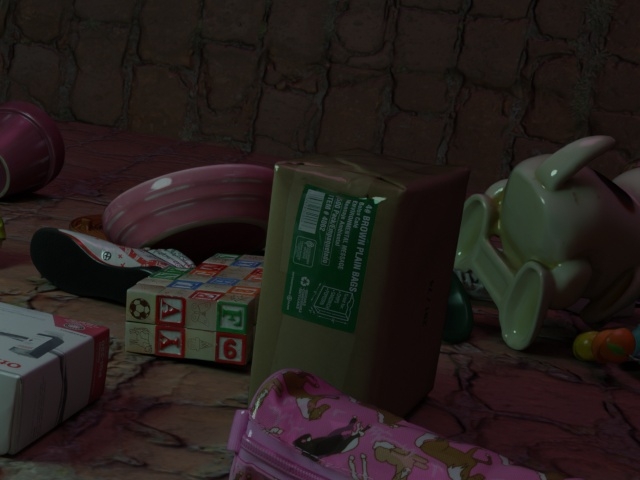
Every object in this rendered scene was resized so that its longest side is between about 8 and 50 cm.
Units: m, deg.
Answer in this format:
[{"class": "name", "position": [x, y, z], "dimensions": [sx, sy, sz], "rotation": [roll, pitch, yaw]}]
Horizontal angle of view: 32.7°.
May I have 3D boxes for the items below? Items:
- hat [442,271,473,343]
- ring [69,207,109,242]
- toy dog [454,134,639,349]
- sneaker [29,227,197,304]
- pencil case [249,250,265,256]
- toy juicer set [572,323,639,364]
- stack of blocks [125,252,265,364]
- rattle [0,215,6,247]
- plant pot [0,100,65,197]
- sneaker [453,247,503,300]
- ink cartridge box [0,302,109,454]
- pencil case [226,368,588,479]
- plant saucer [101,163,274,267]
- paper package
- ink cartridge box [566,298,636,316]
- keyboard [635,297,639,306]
[{"class": "hat", "position": [0.134, 0.123, 1.874], "dimensions": [0.173, 0.183, 0.208], "rotation": [11, 51, -42]}, {"class": "ring", "position": [-0.334, -0.020, 2.193], "dimensions": [0.336, 0.032, 0.336], "rotation": [10, 11, -2]}, {"class": "toy dog", "position": [0.479, -0.032, 1.900], "dimensions": [0.408, 0.395, 0.284], "rotation": [-4, 33, -28]}, {"class": "sneaker", "position": [-0.322, 0.044, 1.746], "dimensions": [0.270, 0.090, 0.145], "rotation": [17, 12, 23]}, {"class": "pencil case", "position": [-0.059, 0.066, 1.903], "dimensions": [0.151, 0.070, 0.064], "rotation": [19, 48, 35]}, {"class": "toy juicer set", "position": [0.527, 0.183, 1.809], "dimensions": [0.209, 0.089, 0.329], "rotation": [-9, -6, 13]}, {"class": "stack of blocks", "position": [-0.153, 0.090, 1.595], "dimensions": [0.171, 0.087, 0.297], "rotation": [5, 11, 10]}, {"class": "rattle", "position": [-0.616, 0.006, 1.747], "dimensions": [0.143, 0.130, 0.200], "rotation": [3, 34, 30]}, {"class": "plant pot", "position": [-0.677, -0.177, 2.334], "dimensions": [0.201, 0.201, 0.180], "rotation": [12, 28, 12]}, {"class": "sneaker", "position": [0.249, 0.068, 2.074], "dimensions": [0.292, 0.108, 0.169], "rotation": [4, 9, 28]}, {"class": "ink cartridge box", "position": [-0.350, 0.145, 1.202], "dimensions": [0.158, 0.092, 0.218], "rotation": [11, 13, 11]}, {"class": "pencil case", "position": [0.098, 0.237, 0.956], "dimensions": [0.386, 0.167, 0.160], "rotation": [17, 46, 33]}, {"class": "plant saucer", "position": [-0.203, -0.026, 1.868], "dimensions": [0.332, 0.084, 0.332], "rotation": [-11, -18, -4]}, {"class": "paper package", "position": [0.052, 0.061, 1.361], "dimensions": [0.168, 0.325, 0.309], "rotation": [13, 13, 19]}, {"class": "ink cartridge box", "position": [0.519, 0.084, 2.220], "dimensions": [0.154, 0.093, 0.212], "rotation": [0, 17, -42]}, {"class": "keyboard", "position": [0.744, 0.122, 2.375], "dimensions": [0.317, 0.033, 0.201], "rotation": [12, 11, 8]}]
